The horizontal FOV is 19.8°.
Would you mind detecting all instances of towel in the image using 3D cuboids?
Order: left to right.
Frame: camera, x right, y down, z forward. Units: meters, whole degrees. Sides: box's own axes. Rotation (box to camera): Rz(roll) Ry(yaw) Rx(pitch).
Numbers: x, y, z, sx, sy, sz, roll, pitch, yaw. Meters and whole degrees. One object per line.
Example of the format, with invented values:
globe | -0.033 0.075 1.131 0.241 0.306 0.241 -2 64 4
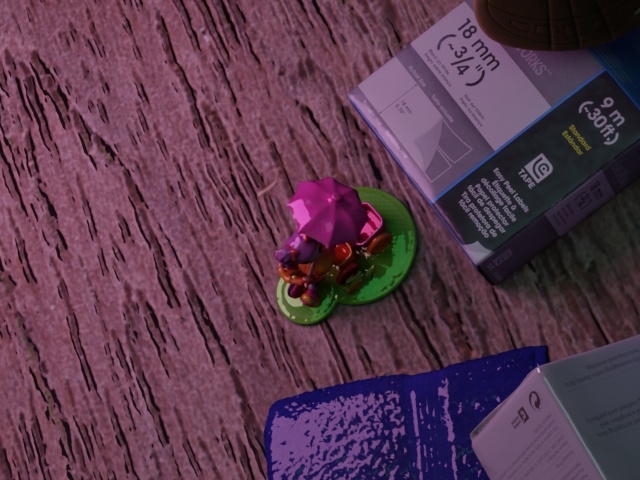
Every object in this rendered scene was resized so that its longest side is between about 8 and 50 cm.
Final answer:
towel | 0.101 0.241 1.814 0.308 0.076 0.228 -12 64 15

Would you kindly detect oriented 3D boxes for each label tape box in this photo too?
label tape box | 0.231 -0.152 1.863 0.333 0.106 0.240 -38 67 5

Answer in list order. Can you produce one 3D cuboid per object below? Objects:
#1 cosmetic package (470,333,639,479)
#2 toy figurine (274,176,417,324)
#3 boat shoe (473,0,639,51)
cosmetic package | 0.331 0.279 1.629 0.217 0.156 0.385 -13 64 -31
toy figurine | 0.000 0.000 1.864 0.173 0.159 0.130 -42 66 3
boat shoe | 0.290 -0.269 1.808 0.302 0.109 0.098 -18 27 -4
